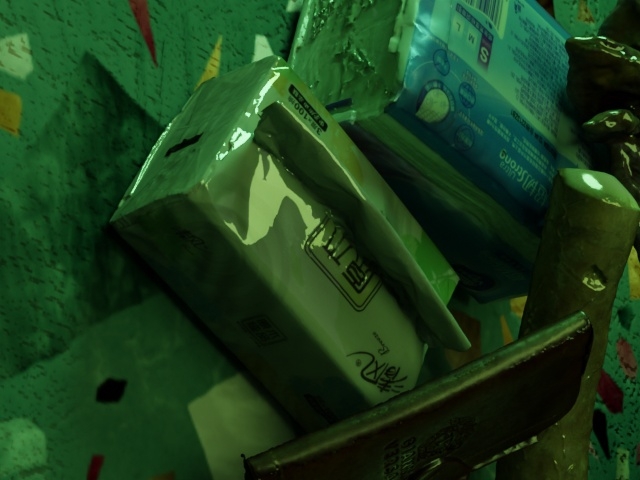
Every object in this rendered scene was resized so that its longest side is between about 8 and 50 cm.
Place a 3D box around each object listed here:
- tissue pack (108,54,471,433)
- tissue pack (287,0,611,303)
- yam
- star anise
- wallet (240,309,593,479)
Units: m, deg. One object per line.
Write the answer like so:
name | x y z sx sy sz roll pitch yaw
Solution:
tissue pack | 0.000 0.000 1.052 0.229 0.145 0.159 50 45 -23
tissue pack | 0.108 -0.101 1.208 0.263 0.146 0.198 37 52 -36
yam | 0.178 0.123 1.149 0.081 0.081 0.356 -1 105 -48
star anise | 0.264 -0.102 1.219 0.212 0.073 0.197 60 43 -27
wallet | 0.070 0.138 1.036 0.255 0.137 0.031 -23 51 -15
